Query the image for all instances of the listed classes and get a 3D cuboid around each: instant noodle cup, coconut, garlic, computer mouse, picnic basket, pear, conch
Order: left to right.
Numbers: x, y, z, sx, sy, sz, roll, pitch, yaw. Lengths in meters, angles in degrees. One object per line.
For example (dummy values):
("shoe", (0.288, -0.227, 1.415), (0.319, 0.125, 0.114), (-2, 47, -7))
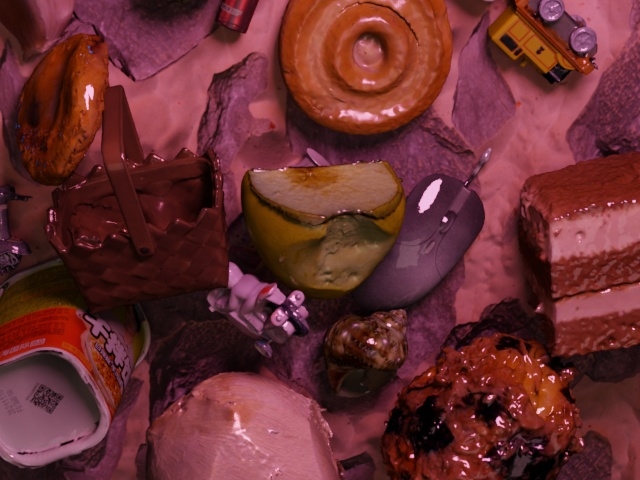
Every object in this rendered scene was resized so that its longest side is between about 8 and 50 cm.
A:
("garlic", (-0.478, -0.427, 1.374), (0.148, 0.128, 0.267), (-33, 101, -3))
("instant noodle cup", (-0.449, 0.208, 1.521), (0.293, 0.308, 0.294), (-2, 113, -4))
("picnic basket", (-0.299, -0.066, 1.443), (0.291, 0.254, 0.321), (-12, 127, -3))
("coconut", (-0.148, 0.417, 1.618), (0.360, 0.346, 0.346), (22, 110, -21))
("pear", (0.000, 0.000, 1.514), (0.292, 0.159, 0.292), (-12, 139, -11))
("conch", (0.089, 0.204, 1.654), (0.181, 0.124, 0.187), (-19, 146, 23))
("computer mouse", (0.193, -0.010, 1.599), (0.167, 0.090, 0.379), (31, 106, -17))

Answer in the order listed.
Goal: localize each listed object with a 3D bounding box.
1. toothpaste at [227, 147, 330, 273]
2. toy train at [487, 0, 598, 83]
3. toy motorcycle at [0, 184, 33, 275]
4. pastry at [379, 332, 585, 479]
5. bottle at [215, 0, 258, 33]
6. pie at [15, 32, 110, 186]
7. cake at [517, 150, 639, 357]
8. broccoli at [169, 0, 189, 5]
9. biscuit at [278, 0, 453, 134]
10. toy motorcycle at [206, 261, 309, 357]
("toothpaste", (-0.085, -0.050, 1.583), (0.096, 0.061, 0.266), (35, 112, -20))
("toy train", (0.370, -0.339, 1.473), (0.219, 0.089, 0.127), (38, 116, -18))
("toy motorcycle", (-0.618, -0.043, 1.520), (0.263, 0.091, 0.157), (19, 106, -10))
("pastry", (0.275, 0.362, 1.586), (0.292, 0.337, 0.405), (32, 130, -21))
("bottle", (-0.113, -0.417, 1.417), (0.060, 0.060, 0.164), (20, 110, -12))
("pie", (-0.401, -0.207, 1.379), (0.069, 0.273, 0.273), (20, 112, -36))
("cake", (0.487, 0.021, 1.548), (0.282, 0.256, 0.290), (-12, 109, 3))
("broccoli", (-0.213, -0.421, 1.381), (0.131, 0.130, 0.120), (-30, 160, -20))
("biscuit", (0.075, -0.314, 1.454), (0.296, 0.102, 0.296), (-2, 111, -5))
("toy motorcycle", (-0.122, 0.107, 1.553), (0.110, 0.260, 0.171), (-48, 111, -22))
